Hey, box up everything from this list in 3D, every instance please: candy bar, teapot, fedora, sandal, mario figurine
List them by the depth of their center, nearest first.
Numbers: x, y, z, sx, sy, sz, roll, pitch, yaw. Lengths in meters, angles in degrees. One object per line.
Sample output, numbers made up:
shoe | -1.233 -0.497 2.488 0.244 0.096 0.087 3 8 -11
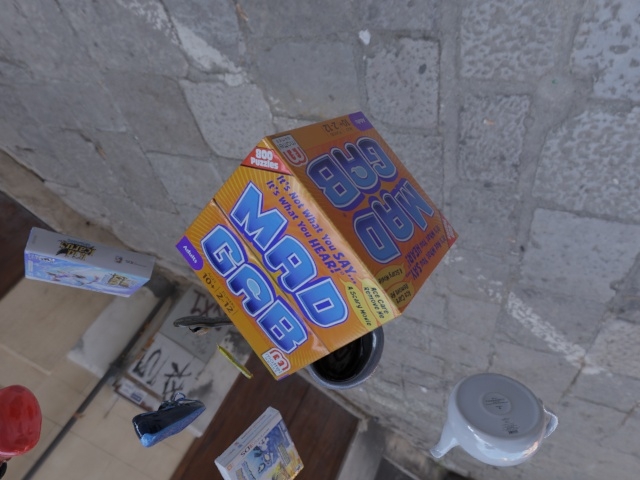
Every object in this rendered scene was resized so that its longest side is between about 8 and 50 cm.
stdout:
mario figurine | -0.669 0.397 0.813 0.170 0.320 0.198 35 -176 -37
teapot | 0.458 0.488 1.130 0.256 0.252 0.187 16 126 35
candy bar | -0.276 0.384 1.374 0.161 0.018 0.040 42 157 2
fedora | 0.075 0.339 1.385 0.244 0.275 0.124 20 168 11
sandal | -0.416 0.308 1.550 0.220 0.060 0.090 2 -174 -16

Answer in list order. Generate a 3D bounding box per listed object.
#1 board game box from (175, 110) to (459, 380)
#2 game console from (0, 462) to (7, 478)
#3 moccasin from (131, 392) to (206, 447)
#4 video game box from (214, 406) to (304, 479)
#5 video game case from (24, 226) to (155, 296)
board game box | 0.000 0.000 0.912 0.356 0.356 0.356 52 128 2
game console | -0.799 0.594 0.850 0.044 0.361 0.213 -15 118 41
moccasin | -0.525 0.613 1.533 0.117 0.137 0.342 43 180 16
video game box | -0.146 0.562 1.085 0.048 0.187 0.205 4 121 47
video game case | -0.547 0.065 1.015 0.244 0.061 0.270 17 157 -29
